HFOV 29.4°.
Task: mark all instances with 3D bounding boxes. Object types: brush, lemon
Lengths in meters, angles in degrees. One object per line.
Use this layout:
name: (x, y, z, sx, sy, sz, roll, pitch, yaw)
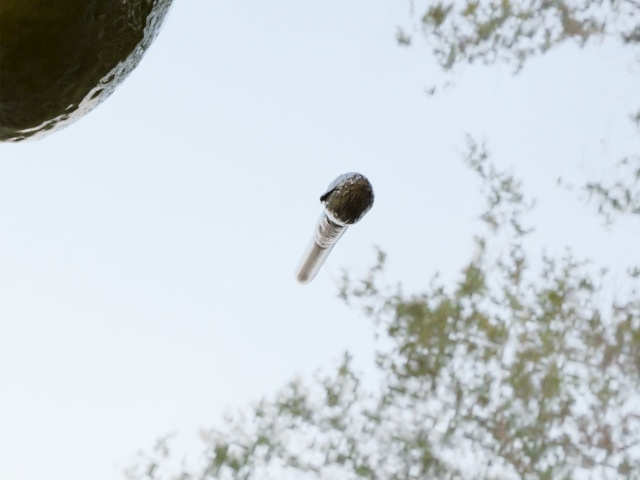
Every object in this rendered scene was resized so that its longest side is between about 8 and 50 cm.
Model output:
brush: (0.000, 0.000, 1.090, 0.039, 0.042, 0.299, 41, -20, 3)
lemon: (-0.170, -0.159, 0.691, 0.248, 0.184, 0.184, -40, -58, 11)
